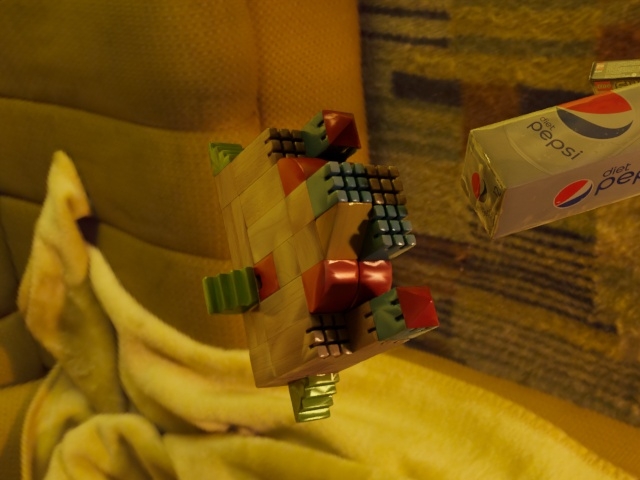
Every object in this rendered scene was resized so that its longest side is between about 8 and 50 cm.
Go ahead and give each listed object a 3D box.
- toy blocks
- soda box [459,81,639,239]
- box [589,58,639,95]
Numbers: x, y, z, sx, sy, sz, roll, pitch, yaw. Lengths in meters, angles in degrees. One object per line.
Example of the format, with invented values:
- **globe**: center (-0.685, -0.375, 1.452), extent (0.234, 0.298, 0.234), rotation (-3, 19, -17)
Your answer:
- **toy blocks**: center (0.000, 0.000, 1.007), extent (0.261, 0.191, 0.381), rotation (-35, 62, 48)
- **soda box**: center (0.307, -0.099, 0.950), extent (0.098, 0.286, 0.091), rotation (88, 162, -56)
- **box**: center (0.514, -0.222, 1.249), extent (0.207, 0.036, 0.114), rotation (4, 154, 36)
